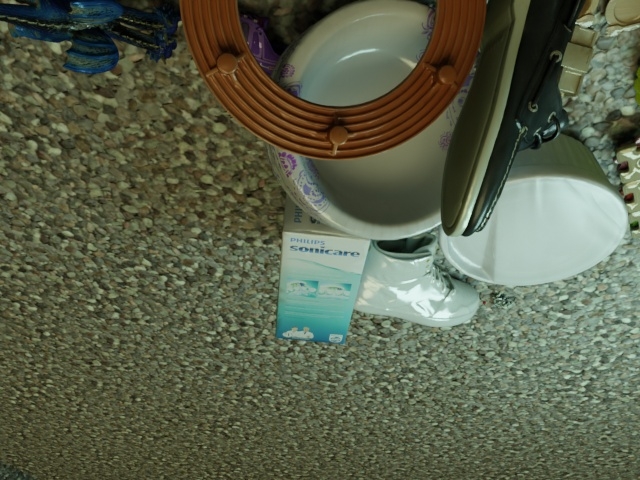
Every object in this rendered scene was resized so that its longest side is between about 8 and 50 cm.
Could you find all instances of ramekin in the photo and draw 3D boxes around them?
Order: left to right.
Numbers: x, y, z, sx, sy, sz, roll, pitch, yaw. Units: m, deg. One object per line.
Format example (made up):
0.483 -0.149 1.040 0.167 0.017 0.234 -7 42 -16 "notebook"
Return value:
0.319 -0.054 0.957 0.273 0.127 0.272 2 142 2 "ramekin"

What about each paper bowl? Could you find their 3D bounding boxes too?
0.065 -0.148 0.780 0.285 0.284 0.148 21 -179 -19 "paper bowl"

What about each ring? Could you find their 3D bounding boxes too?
0.023 -0.252 0.643 0.337 0.032 0.336 -3 104 -12 "ring"

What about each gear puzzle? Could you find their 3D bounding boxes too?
0.576 -0.076 0.978 0.176 0.044 0.339 -16 140 22 "gear puzzle"

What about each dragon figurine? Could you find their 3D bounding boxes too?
-0.283 -0.251 0.711 0.144 0.289 0.085 29 122 14 "dragon figurine"

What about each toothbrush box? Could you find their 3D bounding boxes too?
0.000 0.000 0.987 0.126 0.216 0.295 5 141 -1 "toothbrush box"

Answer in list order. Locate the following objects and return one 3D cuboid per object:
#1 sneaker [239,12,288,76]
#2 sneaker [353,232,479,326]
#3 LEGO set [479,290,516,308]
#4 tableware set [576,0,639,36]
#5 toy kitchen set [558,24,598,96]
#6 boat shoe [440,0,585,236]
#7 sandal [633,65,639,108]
-0.106 -0.274 0.788 0.071 0.068 0.170 -41 134 24 "sneaker"
0.201 0.066 1.137 0.293 0.108 0.169 7 131 -23 "sneaker"
0.361 0.128 1.265 0.083 0.023 0.054 -15 138 23 "LEGO set"
0.342 -0.312 0.707 0.141 0.020 0.168 2 137 2 "tableware set"
0.302 -0.238 0.803 0.068 0.075 0.083 11 102 -13 "toy kitchen set"
0.225 -0.158 0.684 0.113 0.339 0.127 16 172 -8 "boat shoe"
0.481 -0.239 0.718 0.138 0.126 0.317 -20 149 -7 "sandal"
